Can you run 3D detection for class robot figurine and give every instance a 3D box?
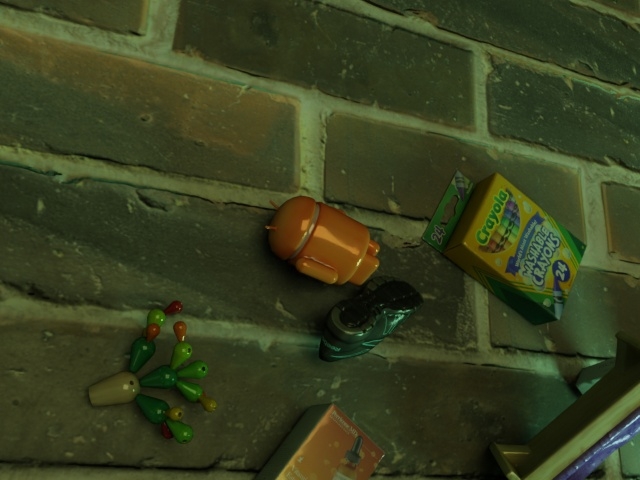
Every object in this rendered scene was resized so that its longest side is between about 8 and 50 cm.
[{"bbox_3d":[0.000,-0.001,1.207,0.220,0.128,0.158,27,76,-16],"label":"robot figurine"}]

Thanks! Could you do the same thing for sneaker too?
[{"bbox_3d":[0.089,0.142,1.228,0.267,0.106,0.101,-17,51,-46],"label":"sneaker"}]

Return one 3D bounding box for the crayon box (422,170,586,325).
[{"bbox_3d":[0.396,0.005,1.412,0.323,0.083,0.203,36,63,-10],"label":"crayon box"}]

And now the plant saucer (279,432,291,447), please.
[{"bbox_3d":[-0.032,0.368,1.142,0.084,0.013,0.083,7,72,-22],"label":"plant saucer"}]

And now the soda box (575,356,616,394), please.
[{"bbox_3d":[0.640,0.274,1.361,0.073,0.216,0.069,53,41,-1],"label":"soda box"}]

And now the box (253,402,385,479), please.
[{"bbox_3d":[-0.003,0.374,1.093,0.130,0.091,0.170,45,62,-7],"label":"box"}]

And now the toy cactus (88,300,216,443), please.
[{"bbox_3d":[-0.267,0.216,1.047,0.181,0.112,0.218,-14,83,-9],"label":"toy cactus"}]

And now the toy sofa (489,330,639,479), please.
[{"bbox_3d":[0.509,0.355,1.225,0.362,0.150,0.177,-42,92,4],"label":"toy sofa"}]
